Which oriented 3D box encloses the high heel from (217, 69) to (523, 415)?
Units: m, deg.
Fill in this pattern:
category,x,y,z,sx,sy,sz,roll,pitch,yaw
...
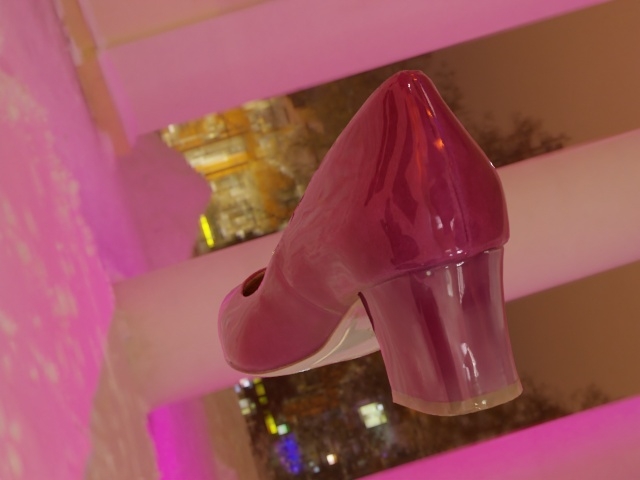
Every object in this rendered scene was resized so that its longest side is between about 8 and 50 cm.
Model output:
category,x,y,z,sx,sy,sz,roll,pitch,yaw
high heel,0.000,0.000,0.451,0.244,0.082,0.117,-175,-108,-72
